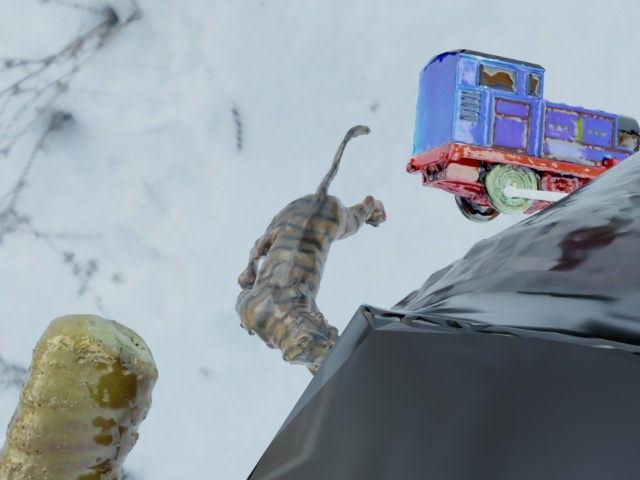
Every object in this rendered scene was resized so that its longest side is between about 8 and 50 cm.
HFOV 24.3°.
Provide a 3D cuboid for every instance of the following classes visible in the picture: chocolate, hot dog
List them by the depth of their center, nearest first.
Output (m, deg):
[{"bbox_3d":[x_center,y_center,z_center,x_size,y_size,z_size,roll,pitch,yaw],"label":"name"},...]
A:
[{"bbox_3d":[0.198,0.094,0.651,0.384,0.331,0.383,22,138,21],"label":"chocolate"},{"bbox_3d":[-0.163,0.180,0.844,0.068,0.083,0.289,38,111,57],"label":"hot dog"}]

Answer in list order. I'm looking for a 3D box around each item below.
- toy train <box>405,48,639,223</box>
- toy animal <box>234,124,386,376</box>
[{"bbox_3d":[0.178,-0.076,1.211,0.083,0.204,0.131,162,115,-66],"label":"toy train"},{"bbox_3d":[-0.008,-0.001,1.224,0.114,0.255,0.116,11,151,4],"label":"toy animal"}]
